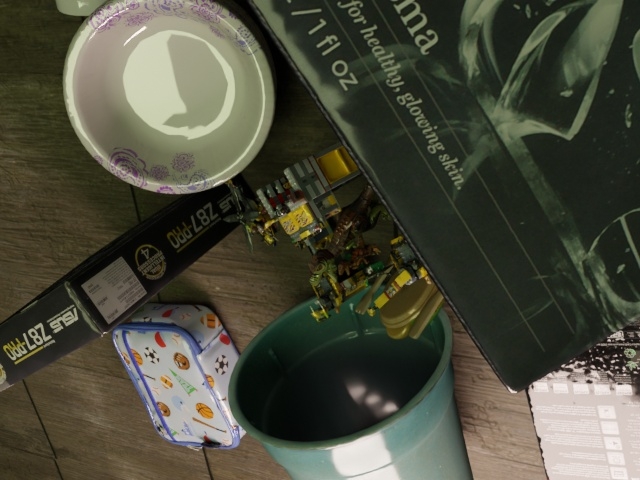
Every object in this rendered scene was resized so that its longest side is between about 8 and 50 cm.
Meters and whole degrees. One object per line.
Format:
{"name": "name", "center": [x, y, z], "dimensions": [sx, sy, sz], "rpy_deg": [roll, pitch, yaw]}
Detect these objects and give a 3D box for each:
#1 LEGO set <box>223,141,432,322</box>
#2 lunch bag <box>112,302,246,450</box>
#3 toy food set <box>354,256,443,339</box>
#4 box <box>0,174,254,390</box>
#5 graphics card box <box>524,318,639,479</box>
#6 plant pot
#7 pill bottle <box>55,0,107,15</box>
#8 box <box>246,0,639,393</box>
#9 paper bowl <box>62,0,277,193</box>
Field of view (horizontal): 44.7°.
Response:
{"name": "LEGO set", "center": [0.000, 0.000, 1.062], "dimensions": [0.331, 0.192, 0.255], "rpy_deg": [-12, 105, 57]}
{"name": "lunch bag", "center": [-0.261, 0.266, 1.492], "dimensions": [0.243, 0.115, 0.304], "rpy_deg": [-3, 116, 32]}
{"name": "toy food set", "center": [0.132, 0.081, 1.119], "dimensions": [0.038, 0.132, 0.192], "rpy_deg": [37, 173, -22]}
{"name": "box", "center": [-0.315, 0.053, 1.204], "dimensions": [0.318, 0.395, 0.097], "rpy_deg": [-25, 103, 37]}
{"name": "graphics card box", "center": [0.411, 0.209, 1.100], "dimensions": [0.232, 0.094, 0.371], "rpy_deg": [-5, 117, 31]}
{"name": "plant pot", "center": [0.080, 0.299, 1.206], "dimensions": [0.341, 0.341, 0.334], "rpy_deg": [-4, 124, 30]}
{"name": "pill bottle", "center": [-0.325, -0.454, 1.054], "dimensions": [0.152, 0.152, 0.272], "rpy_deg": [13, 124, 22]}
{"name": "box", "center": [0.210, -0.219, 0.672], "dimensions": [0.471, 0.297, 0.480], "rpy_deg": [-34, 108, 6]}
{"name": "paper bowl", "center": [-0.203, -0.219, 1.097], "dimensions": [0.284, 0.148, 0.284], "rpy_deg": [-1, 114, -3]}
